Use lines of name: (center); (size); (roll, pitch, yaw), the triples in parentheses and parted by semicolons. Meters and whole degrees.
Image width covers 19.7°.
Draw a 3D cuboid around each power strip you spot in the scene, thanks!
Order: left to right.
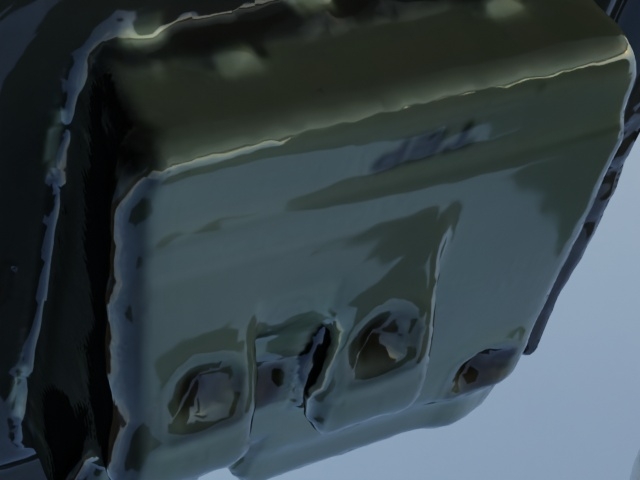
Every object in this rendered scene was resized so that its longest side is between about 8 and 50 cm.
power strip: (0.001, 0.000, 0.512); (0.257, 0.251, 0.092); (-14, -132, -26)

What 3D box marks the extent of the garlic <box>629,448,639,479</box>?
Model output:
garlic: (0.165, 0.011, 0.435); (0.217, 0.110, 0.228); (-50, 147, 19)
